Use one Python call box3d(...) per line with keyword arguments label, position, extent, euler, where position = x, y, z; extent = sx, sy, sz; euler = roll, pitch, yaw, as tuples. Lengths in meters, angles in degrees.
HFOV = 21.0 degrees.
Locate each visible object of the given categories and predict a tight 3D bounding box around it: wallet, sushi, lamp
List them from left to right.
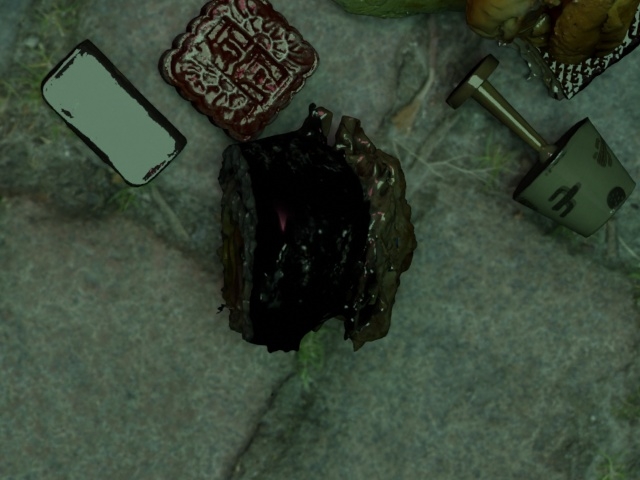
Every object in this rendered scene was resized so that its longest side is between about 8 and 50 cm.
box3d(label="wallet", position=(-0.218, -0.130, 1.806), extent=(0.157, 0.018, 0.082), euler=(44, 85, -13))
box3d(label="sushi", position=(0.005, 0.000, 1.774), extent=(0.219, 0.225, 0.238), euler=(3, 129, -21))
box3d(label="lamp", position=(0.234, -0.102, 1.859), extent=(0.215, 0.121, 0.121), euler=(42, 86, -4))

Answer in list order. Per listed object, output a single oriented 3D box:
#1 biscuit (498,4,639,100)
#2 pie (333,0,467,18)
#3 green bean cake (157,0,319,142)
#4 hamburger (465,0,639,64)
box3d(label="biscuit", position=(0.316, -0.262, 1.883), extent=(0.252, 0.070, 0.106), euler=(-38, 101, -6))
box3d(label="pie", position=(0.103, -0.338, 1.818), extent=(0.248, 0.090, 0.201), euler=(-7, 96, -16))
box3d(label="green bean cake", position=(-0.085, -0.187, 1.810), extent=(0.135, 0.056, 0.135), euler=(41, 87, -12))
box3d(label="hamburger", position=(0.256, -0.296, 1.727), extent=(0.163, 0.244, 0.244), euler=(23, 91, 9))
